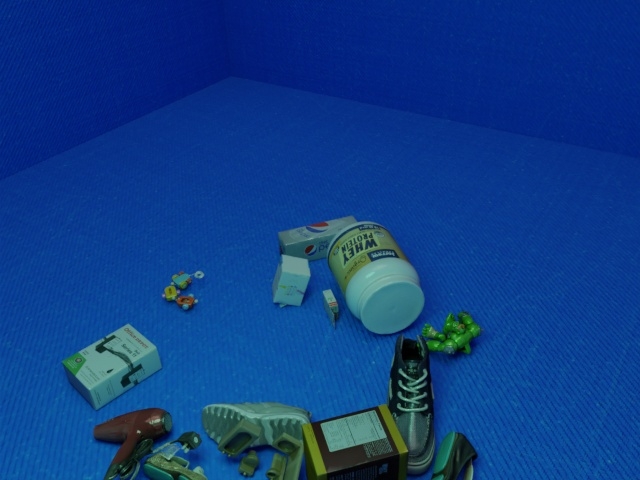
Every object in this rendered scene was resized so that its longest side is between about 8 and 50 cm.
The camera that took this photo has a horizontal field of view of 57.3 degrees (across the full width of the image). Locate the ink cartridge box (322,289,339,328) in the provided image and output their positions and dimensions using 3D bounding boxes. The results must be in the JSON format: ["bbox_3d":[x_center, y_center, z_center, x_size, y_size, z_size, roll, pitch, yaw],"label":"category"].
[{"bbox_3d":[0.037,0.208,1.783,0.029,0.062,0.115,-13,36,-12],"label":"ink cartridge box"}]

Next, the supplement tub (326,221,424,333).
[{"bbox_3d":[0.164,0.109,1.777,0.229,0.228,0.316,-11,35,-12],"label":"supplement tub"}]

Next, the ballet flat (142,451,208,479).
[{"bbox_3d":[-0.307,0.531,1.327,0.206,0.073,0.067,18,31,24],"label":"ballet flat"}]

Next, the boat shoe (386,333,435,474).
[{"bbox_3d":[0.216,0.381,1.435,0.127,0.158,0.340,-1,34,2],"label":"boat shoe"}]

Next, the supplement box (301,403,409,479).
[{"bbox_3d":[0.073,0.484,1.263,0.194,0.191,0.129,-11,35,-11],"label":"supplement box"}]

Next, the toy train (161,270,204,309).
[{"bbox_3d":[-0.437,0.167,1.890,0.125,0.046,0.166,4,38,6],"label":"toy train"}]

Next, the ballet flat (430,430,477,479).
[{"bbox_3d":[0.274,0.532,1.270,0.096,0.095,0.280,42,45,8],"label":"ballet flat"}]

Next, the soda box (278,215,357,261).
[{"bbox_3d":[0.000,0.000,2.062,0.287,0.098,0.091,-14,36,-15],"label":"soda box"}]

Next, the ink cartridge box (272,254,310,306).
[{"bbox_3d":[-0.096,0.133,1.845,0.090,0.143,0.092,10,32,-13],"label":"ink cartridge box"}]

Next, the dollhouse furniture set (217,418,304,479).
[{"bbox_3d":[-0.144,0.498,1.299,0.151,0.144,0.123,33,34,-13],"label":"dollhouse furniture set"}]

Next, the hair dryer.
[{"bbox_3d":[-0.441,0.462,1.364,0.224,0.080,0.294,-16,9,-43],"label":"hair dryer"}]

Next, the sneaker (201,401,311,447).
[{"bbox_3d":[-0.154,0.449,1.442,0.282,0.105,0.115,4,5,13],"label":"sneaker"}]

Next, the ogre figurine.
[{"bbox_3d":[0.375,0.266,1.661,0.197,0.096,0.118,-6,13,-32],"label":"ogre figurine"}]

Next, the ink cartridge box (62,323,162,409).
[{"bbox_3d":[-0.566,0.339,1.604,0.153,0.086,0.208,27,43,35],"label":"ink cartridge box"}]
